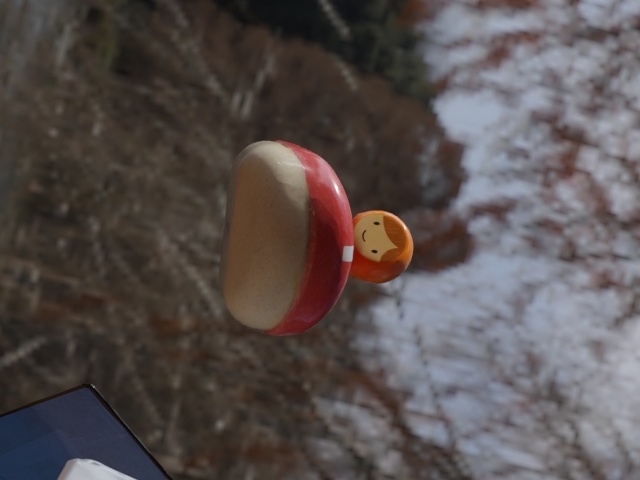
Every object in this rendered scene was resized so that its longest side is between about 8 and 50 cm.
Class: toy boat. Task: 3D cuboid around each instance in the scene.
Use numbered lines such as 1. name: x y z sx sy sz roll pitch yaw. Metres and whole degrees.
1. toy boat: 0.000 0.000 1.507 0.231 0.151 0.151 -135 -128 -83

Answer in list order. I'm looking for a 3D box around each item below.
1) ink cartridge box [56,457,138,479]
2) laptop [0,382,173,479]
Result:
1. ink cartridge box: -0.146 0.310 1.300 0.273 0.198 0.115 -64 179 -49
2. laptop: -0.306 0.399 1.977 0.408 0.382 0.236 -41 -163 -10
